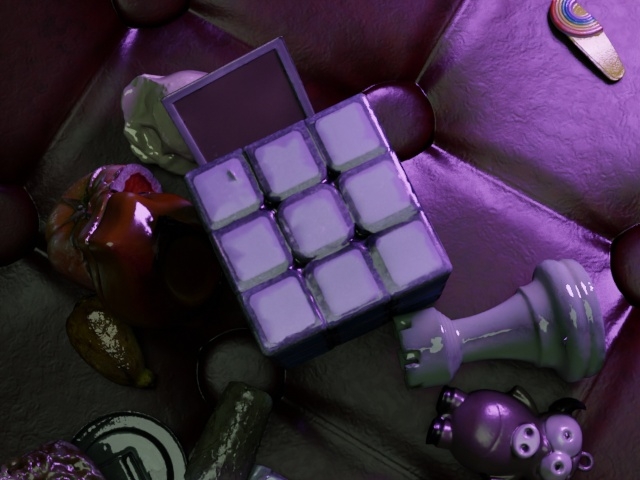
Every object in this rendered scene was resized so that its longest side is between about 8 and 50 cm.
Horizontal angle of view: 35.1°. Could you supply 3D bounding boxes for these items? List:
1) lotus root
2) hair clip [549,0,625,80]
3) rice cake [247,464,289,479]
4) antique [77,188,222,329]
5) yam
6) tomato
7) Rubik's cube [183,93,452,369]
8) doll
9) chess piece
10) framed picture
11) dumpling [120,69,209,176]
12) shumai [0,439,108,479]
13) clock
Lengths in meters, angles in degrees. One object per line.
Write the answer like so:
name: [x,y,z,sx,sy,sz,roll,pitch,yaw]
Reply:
lotus root: [-0.340,0.173,1.657,0.108,0.094,0.190,-40,83,31]
hair clip: [0.454,-0.349,1.729,0.060,0.033,0.188,-36,79,-2]
rice cake: [0.030,0.452,1.589,0.336,0.063,0.066,26,79,8]
antique: [-0.253,0.035,1.585,0.129,0.278,0.223,5,56,32]
yam: [-0.143,0.319,1.606,0.107,0.107,0.183,22,78,8]
tomato: [-0.367,-0.020,1.651,0.155,0.180,0.214,3,58,33]
Rubik's cube: [0.000,0.000,1.557,0.305,0.301,0.303,-27,79,-1]
doll: [0.301,0.306,1.572,0.257,0.117,0.182,17,75,10]
chess piece: [0.267,0.146,1.559,0.299,0.194,0.194,-12,79,-1]
framed picture: [-0.113,-0.184,1.637,0.217,0.274,0.017,-28,47,-4]
dumpling: [-0.210,-0.187,1.699,0.258,0.147,0.193,6,110,0]
shumai: [-0.453,0.429,1.520,0.189,0.218,0.256,43,106,28]
clock: [-0.316,0.384,1.637,0.215,0.042,0.215,-1,79,4]
